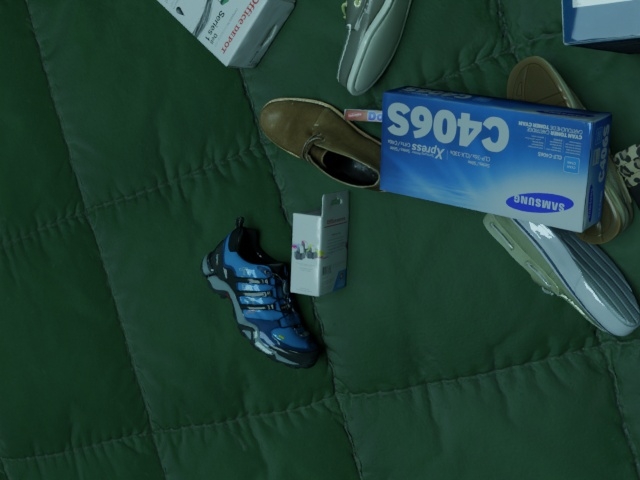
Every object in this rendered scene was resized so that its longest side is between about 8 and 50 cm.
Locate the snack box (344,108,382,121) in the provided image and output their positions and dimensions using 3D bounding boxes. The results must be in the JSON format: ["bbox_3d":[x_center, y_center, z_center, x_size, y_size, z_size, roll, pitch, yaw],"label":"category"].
[{"bbox_3d":[0.132,-0.210,1.554,0.178,0.064,0.022,7,102,29],"label":"snack box"}]

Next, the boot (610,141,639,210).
[{"bbox_3d":[0.612,-0.065,1.267,0.377,0.138,0.284,-27,84,36],"label":"boot"}]

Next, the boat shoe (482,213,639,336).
[{"bbox_3d":[0.378,0.037,1.444,0.302,0.109,0.094,54,132,23],"label":"boat shoe"}]

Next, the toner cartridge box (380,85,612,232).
[{"bbox_3d":[0.254,-0.131,1.396,0.347,0.075,0.165,14,115,35],"label":"toner cartridge box"}]

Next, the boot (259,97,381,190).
[{"bbox_3d":[0.001,-0.173,1.609,0.305,0.115,0.112,28,113,25],"label":"boot"}]

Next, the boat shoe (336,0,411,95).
[{"bbox_3d":[0.093,-0.394,1.526,0.091,0.109,0.305,29,105,24],"label":"boat shoe"}]

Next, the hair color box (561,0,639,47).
[{"bbox_3d":[0.414,-0.340,1.207,0.105,0.347,0.174,1,99,30],"label":"hair color box"}]

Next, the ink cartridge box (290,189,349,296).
[{"bbox_3d":[0.000,0.000,1.641,0.061,0.104,0.181,8,101,28],"label":"ink cartridge box"}]

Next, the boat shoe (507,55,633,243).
[{"bbox_3d":[0.385,-0.143,1.404,0.109,0.098,0.302,-31,84,43],"label":"boat shoe"}]

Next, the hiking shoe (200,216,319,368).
[{"bbox_3d":[-0.101,0.106,1.711,0.304,0.113,0.132,47,118,15],"label":"hiking shoe"}]

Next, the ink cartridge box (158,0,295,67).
[{"bbox_3d":[-0.177,-0.443,1.678,0.219,0.092,0.160,45,117,17],"label":"ink cartridge box"}]
